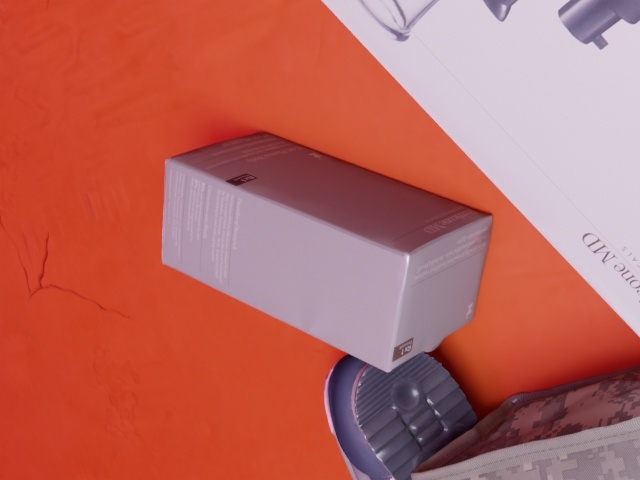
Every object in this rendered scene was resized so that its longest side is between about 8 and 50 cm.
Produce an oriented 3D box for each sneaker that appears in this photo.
[{"bbox_3d":[0.100,0.227,0.811,0.319,0.112,0.131,67,161,-6],"label":"sneaker"}]

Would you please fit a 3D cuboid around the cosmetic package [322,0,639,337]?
[{"bbox_3d":[0.183,-0.142,0.530,0.377,0.097,0.284,45,133,-7],"label":"cosmetic package"}]

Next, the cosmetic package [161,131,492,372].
[{"bbox_3d":[0.000,0.000,0.782,0.238,0.127,0.107,19,116,31],"label":"cosmetic package"}]

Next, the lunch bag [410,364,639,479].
[{"bbox_3d":[0.239,0.196,0.627,0.287,0.169,0.235,-27,87,45],"label":"lunch bag"}]
